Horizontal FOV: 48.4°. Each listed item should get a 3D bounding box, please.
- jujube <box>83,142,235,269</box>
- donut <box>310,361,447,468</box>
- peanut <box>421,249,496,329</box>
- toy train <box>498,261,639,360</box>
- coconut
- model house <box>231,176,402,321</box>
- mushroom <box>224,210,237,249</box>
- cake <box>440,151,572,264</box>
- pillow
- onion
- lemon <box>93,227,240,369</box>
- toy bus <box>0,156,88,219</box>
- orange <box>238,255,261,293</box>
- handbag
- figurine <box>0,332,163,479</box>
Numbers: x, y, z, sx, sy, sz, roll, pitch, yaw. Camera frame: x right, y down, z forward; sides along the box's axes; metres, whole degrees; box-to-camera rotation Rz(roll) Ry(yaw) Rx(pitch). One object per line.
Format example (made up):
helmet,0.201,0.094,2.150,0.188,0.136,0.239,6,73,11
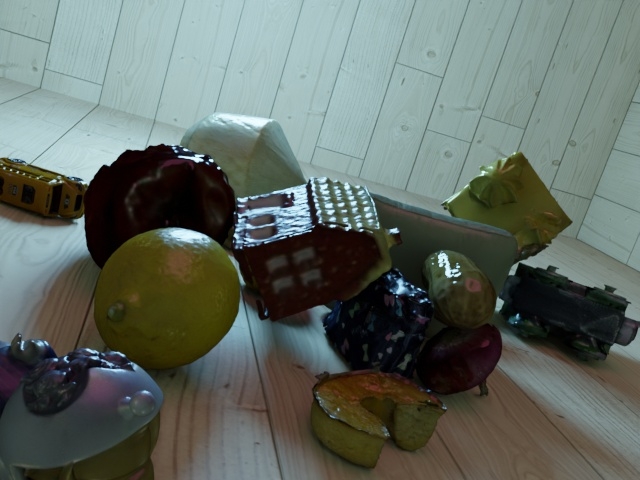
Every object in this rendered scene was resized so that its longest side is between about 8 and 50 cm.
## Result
jujube,-0.277,-0.055,1.227,0.259,0.258,0.376,13,14,-19
donut,0.061,0.222,0.909,0.146,0.078,0.181,25,21,35
peanut,0.216,0.077,1.158,0.095,0.108,0.226,24,16,-12
toy train,0.567,0.161,1.654,0.308,0.173,0.249,20,4,14
coconut,-0.184,-0.170,1.743,0.329,0.328,0.329,17,13,-4
model house,0.000,0.000,1.159,0.254,0.159,0.196,-13,27,3
mushroom,-0.202,-0.024,1.597,0.094,0.072,0.210,-9,28,-45
cake,0.422,-0.059,1.633,0.227,0.222,0.286,55,12,7
pillow,0.181,0.061,1.331,0.323,0.255,0.119,17,18,-5
onion,0.239,0.207,1.154,0.140,0.150,0.150,57,5,-14
lemon,-0.200,0.075,0.929,0.187,0.186,0.244,19,15,6
toy bus,-0.563,-0.099,1.404,0.195,0.083,0.088,17,16,7
orange,-0.081,0.045,1.364,0.155,0.134,0.154,-6,10,1
handbag,0.094,0.125,1.160,0.113,0.161,0.260,10,12,-22
figurine,-0.257,0.148,0.671,0.194,0.133,0.274,-11,25,-36
